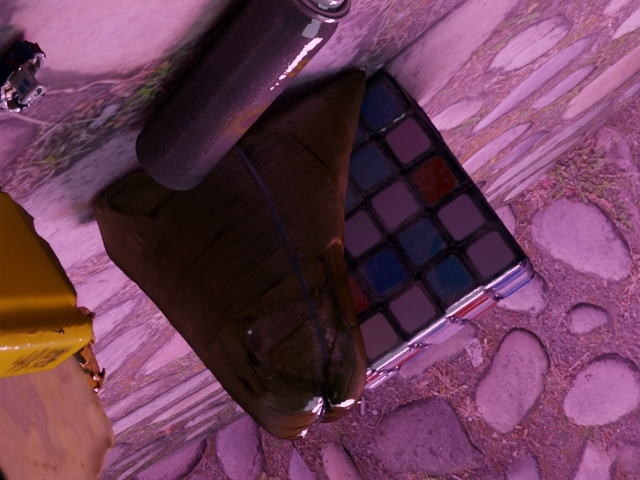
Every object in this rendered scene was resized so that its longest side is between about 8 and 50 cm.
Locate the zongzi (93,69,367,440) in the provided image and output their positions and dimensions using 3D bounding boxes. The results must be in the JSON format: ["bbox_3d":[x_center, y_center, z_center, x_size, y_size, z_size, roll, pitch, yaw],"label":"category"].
[{"bbox_3d":[0.000,0.000,1.328,0.360,0.323,0.160,-34,163,-24],"label":"zongzi"}]

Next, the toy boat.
[{"bbox_3d":[-0.209,-0.113,0.906,0.038,0.038,0.083,-29,170,-28],"label":"toy boat"}]

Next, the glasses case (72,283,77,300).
[{"bbox_3d":[-0.352,0.107,1.472,0.072,0.042,0.190,-10,155,-48],"label":"glasses case"}]

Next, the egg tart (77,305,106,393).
[{"bbox_3d":[-0.335,0.189,1.552,0.241,0.106,0.241,-49,-169,13],"label":"egg tart"}]

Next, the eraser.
[{"bbox_3d":[-0.280,0.032,1.008,0.069,0.158,0.226,-39,170,12],"label":"eraser"}]

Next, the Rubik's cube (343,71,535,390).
[{"bbox_3d":[0.073,0.001,1.617,0.292,0.287,0.293,-36,169,6],"label":"Rubik's cube"}]

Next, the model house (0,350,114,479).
[{"bbox_3d":[-0.370,0.189,1.200,0.266,0.261,0.321,-25,-167,7],"label":"model house"}]

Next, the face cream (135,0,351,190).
[{"bbox_3d":[-0.064,-0.147,1.101,0.073,0.073,0.283,-23,165,-48],"label":"face cream"}]
